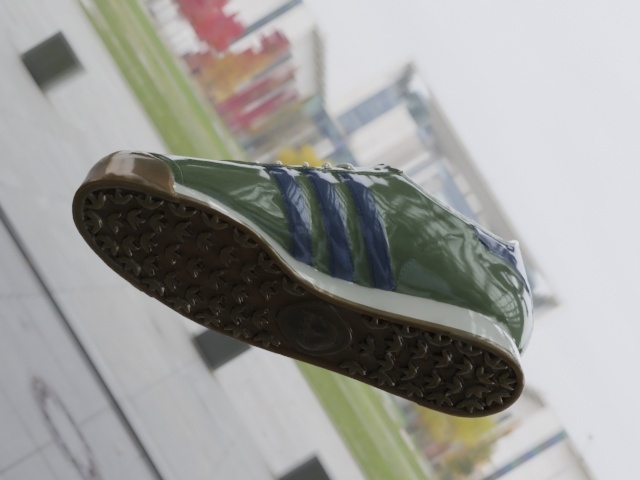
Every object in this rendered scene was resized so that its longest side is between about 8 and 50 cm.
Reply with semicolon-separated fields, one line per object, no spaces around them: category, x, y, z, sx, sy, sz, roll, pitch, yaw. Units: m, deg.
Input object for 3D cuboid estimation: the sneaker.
sneaker;0.000;0.000;0.611;0.192;0.064;0.086;24;44;-1
